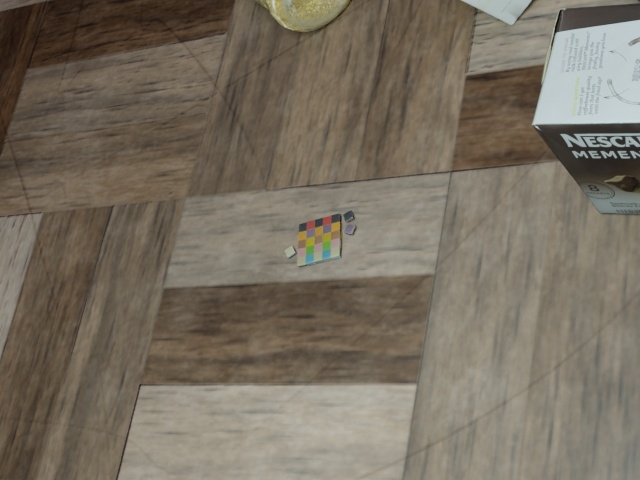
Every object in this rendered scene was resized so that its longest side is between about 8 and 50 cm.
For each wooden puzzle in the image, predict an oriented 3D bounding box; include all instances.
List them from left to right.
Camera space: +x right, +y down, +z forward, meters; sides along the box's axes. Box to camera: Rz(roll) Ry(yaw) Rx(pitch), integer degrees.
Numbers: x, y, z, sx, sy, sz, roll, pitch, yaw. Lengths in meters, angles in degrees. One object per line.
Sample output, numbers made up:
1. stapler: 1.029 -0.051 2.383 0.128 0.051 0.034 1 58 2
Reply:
1. wooden puzzle: 0.000 0.000 1.301 0.083 0.006 0.049 -14 58 27

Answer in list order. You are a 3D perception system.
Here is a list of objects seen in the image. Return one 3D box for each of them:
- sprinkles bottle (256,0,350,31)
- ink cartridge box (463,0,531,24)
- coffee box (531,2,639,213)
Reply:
1. sprinkles bottle: -0.097 -0.372 1.501 0.121 0.121 0.355 -48 49 2
2. ink cartridge box: 0.165 -0.288 1.273 0.090 0.143 0.092 -51 46 23
3. coffee box: 0.344 -0.105 1.021 0.297 0.168 0.119 3 67 34
